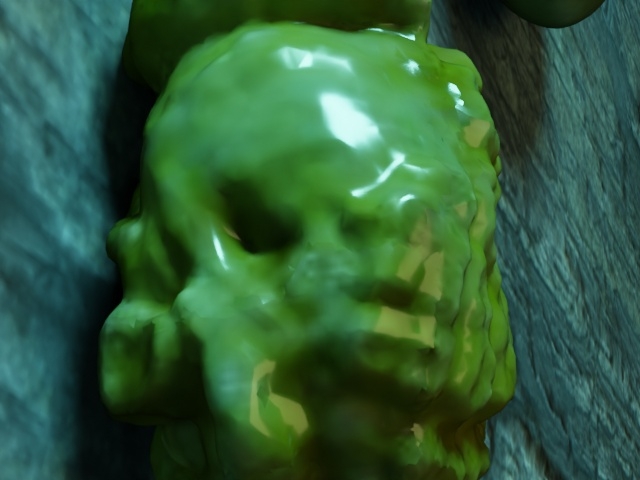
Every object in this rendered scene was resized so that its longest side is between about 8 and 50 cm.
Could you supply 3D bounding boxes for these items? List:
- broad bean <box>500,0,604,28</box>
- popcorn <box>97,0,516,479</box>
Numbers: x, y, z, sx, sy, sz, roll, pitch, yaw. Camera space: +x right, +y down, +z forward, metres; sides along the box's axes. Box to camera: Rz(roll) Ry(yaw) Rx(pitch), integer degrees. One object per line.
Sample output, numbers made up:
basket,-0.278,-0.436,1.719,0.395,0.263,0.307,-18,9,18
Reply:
broad bean,0.165,-0.289,1.000,0.291,0.119,0.238,39,42,-61
popcorn,0.000,0.000,0.593,0.225,0.174,0.286,62,22,-66
